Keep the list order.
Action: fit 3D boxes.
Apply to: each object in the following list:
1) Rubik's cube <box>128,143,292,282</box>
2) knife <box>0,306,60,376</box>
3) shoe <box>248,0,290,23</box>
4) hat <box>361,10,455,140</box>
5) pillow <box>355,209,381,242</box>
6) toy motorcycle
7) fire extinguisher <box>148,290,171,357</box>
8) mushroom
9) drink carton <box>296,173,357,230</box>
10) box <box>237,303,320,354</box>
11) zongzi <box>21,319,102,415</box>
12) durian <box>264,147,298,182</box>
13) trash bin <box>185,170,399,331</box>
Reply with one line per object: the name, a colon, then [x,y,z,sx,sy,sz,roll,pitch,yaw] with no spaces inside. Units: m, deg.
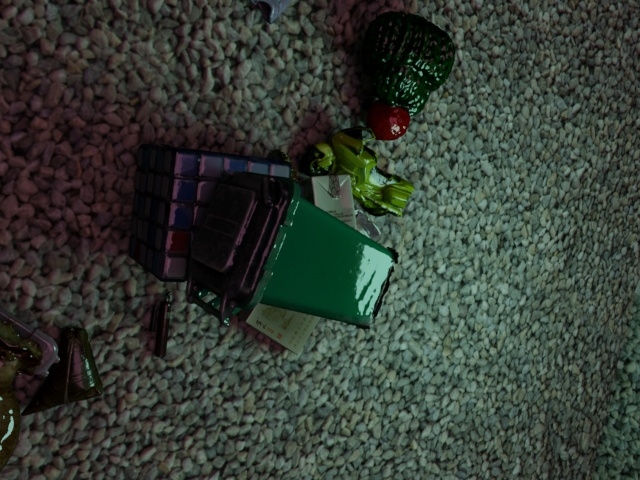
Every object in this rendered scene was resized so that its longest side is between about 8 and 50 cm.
Rubik's cube: [-0.265,-0.065,1.448,0.287,0.292,0.293,4,95,-30]
knife: [-0.733,0.153,1.325,0.399,0.038,0.132,41,84,-19]
shoe: [-0.162,-0.657,1.530,0.245,0.095,0.137,35,77,-36]
hat: [0.224,-0.434,1.704,0.274,0.242,0.332,14,94,-34]
pillow: [0.076,0.021,1.804,0.232,0.038,0.130,-47,114,-13]
toy motorcycle: [0.121,-0.200,1.739,0.342,0.142,0.206,30,124,-29]
fire extinguisher: [-0.405,0.208,1.563,0.049,0.035,0.173,8,94,8]
mushroom: [-0.732,0.361,1.235,0.331,0.356,0.334,71,19,-47]
drink carton: [0.000,0.001,1.636,0.132,0.194,0.324,-8,91,-32]
box: [-0.109,0.210,1.715,0.201,0.058,0.141,37,79,-30]
zongzi: [-0.616,0.295,1.430,0.184,0.084,0.187,-13,97,-18]
durian: [-0.119,-0.130,1.587,0.095,0.137,0.220,21,114,-25]
trash bin: [-0.055,0.052,1.280,0.381,0.259,0.295,24,86,-34]
